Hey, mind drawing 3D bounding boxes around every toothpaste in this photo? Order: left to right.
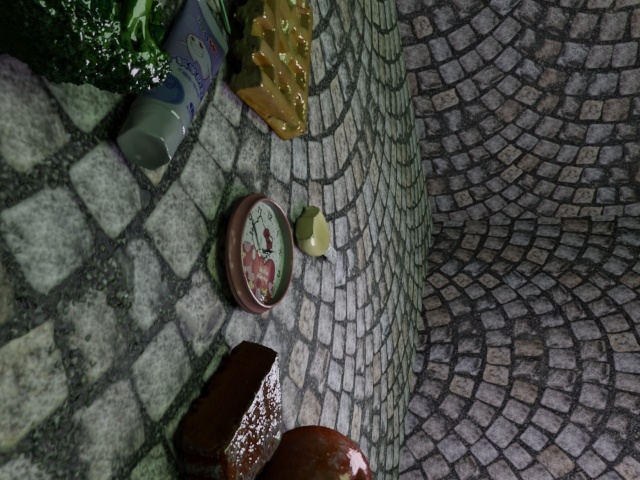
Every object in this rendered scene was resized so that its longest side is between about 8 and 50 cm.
[{"bbox_3d":[-0.220,-0.262,0.804,0.125,0.080,0.371,62,26,-43],"label":"toothpaste"}]

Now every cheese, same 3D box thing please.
[{"bbox_3d":[0.000,0.000,1.367,0.255,0.050,0.127,49,42,-61],"label":"cheese"}]

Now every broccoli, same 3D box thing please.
[{"bbox_3d":[-0.223,-0.294,0.491,0.297,0.297,0.297,52,15,-20],"label":"broccoli"}]

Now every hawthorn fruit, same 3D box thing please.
[{"bbox_3d":[-0.002,0.506,1.096,0.235,0.263,0.231,59,2,-4],"label":"hawthorn fruit"}]

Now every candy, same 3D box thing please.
[{"bbox_3d":[-0.190,-0.470,0.918,0.061,0.061,0.202,-70,159,-43],"label":"candy"}]

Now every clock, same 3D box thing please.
[{"bbox_3d":[-0.124,0.027,1.031,0.244,0.056,0.244,-3,90,-67],"label":"clock"}]

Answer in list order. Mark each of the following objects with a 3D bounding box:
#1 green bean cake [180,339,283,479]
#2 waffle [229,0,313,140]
[{"bbox_3d":[-0.149,0.315,0.889,0.232,0.097,0.198,-37,125,-64],"label":"green bean cake"},{"bbox_3d":[-0.092,-0.422,1.104,0.304,0.077,0.348,23,69,-72],"label":"waffle"}]
